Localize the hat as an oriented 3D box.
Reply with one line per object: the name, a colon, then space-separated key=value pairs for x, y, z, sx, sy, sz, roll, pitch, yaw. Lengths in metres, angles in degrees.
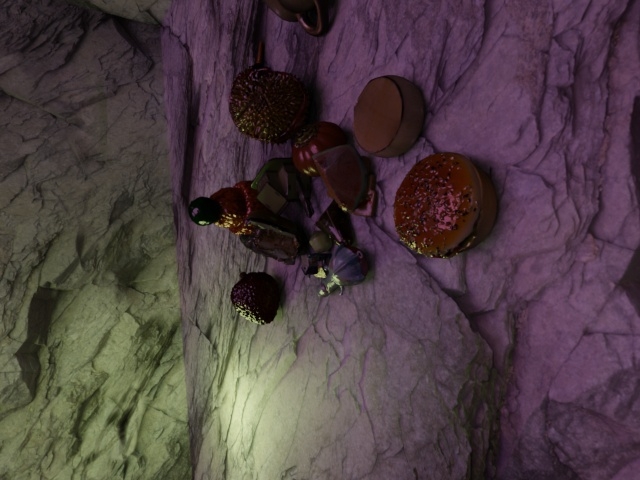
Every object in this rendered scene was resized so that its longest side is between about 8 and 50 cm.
hat: x=-0.440 y=-0.144 z=2.132 sx=0.285 sy=0.400 sz=0.285 roll=7 pitch=98 yaw=59

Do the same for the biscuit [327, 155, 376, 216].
biscuit: x=0.122 y=-0.178 z=1.593 sx=0.212 sy=0.041 sz=0.238 roll=-42 pitch=60 yaw=27

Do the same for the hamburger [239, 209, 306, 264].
hamburger: x=-0.196 y=-0.018 z=1.916 sx=0.192 sy=0.288 sz=0.167 roll=-98 pitch=30 yaw=-73

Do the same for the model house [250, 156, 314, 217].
model house: x=-0.138 y=-0.179 z=1.887 sx=0.218 sy=0.205 sz=0.278 roll=-43 pitch=63 yaw=48

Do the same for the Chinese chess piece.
Chinese chess piece: x=0.212 y=-0.394 z=1.437 sx=0.257 sy=0.104 sz=0.257 roll=-1 pitch=89 yaw=55

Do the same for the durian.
durian: x=-0.211 y=-0.555 z=1.837 sx=0.347 sy=0.348 sz=0.384 roll=-58 pitch=8 yaw=38

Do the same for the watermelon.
watermelon: x=0.088 y=-0.223 z=1.544 sx=0.231 sy=0.146 sz=0.128 roll=60 pitch=177 yaw=-9

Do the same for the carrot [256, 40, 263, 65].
carrot: x=-0.300 y=-0.894 z=2.235 sx=0.037 sy=0.037 sz=0.190 roll=22 pitch=105 yaw=53

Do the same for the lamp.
lamp: x=-0.003 y=-0.339 z=1.672 sx=0.223 sy=0.196 sz=0.223 roll=-29 pitch=38 yaw=26

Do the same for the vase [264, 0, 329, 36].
vase: x=-0.069 y=-0.963 z=1.768 sx=0.329 sy=0.241 sz=0.302 roll=61 pitch=156 yaw=-4

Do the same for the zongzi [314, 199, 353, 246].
zongzi: x=0.089 y=-0.078 z=1.662 sx=0.187 sy=0.084 sz=0.184 roll=44 pitch=107 yaw=33

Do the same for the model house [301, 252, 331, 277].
model house: x=-0.017 y=0.101 z=1.779 sx=0.088 sy=0.101 sz=0.100 roll=1 pitch=93 yaw=53

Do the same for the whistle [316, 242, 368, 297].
whistle: x=0.075 y=0.121 z=1.639 sx=0.142 sy=0.133 sz=0.346 roll=38 pitch=145 yaw=0

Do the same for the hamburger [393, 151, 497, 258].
hamburger: x=0.326 y=-0.090 z=1.217 sx=0.300 sy=0.176 sz=0.300 roll=-2 pitch=87 yaw=56

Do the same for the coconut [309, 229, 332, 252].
coconut: x=0.000 y=0.000 z=1.768 sx=0.088 sy=0.088 sz=0.096 roll=-25 pitch=90 yaw=53

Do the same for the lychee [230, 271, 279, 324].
lychee: x=-0.297 y=0.263 z=2.089 sx=0.236 sy=0.236 sz=0.271 roll=-1 pitch=115 yaw=55
